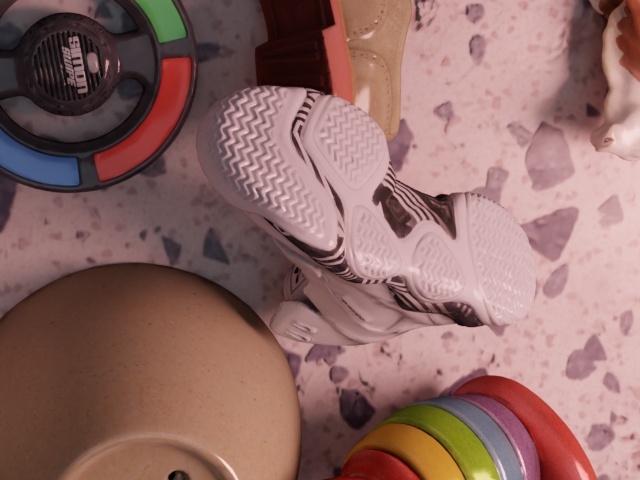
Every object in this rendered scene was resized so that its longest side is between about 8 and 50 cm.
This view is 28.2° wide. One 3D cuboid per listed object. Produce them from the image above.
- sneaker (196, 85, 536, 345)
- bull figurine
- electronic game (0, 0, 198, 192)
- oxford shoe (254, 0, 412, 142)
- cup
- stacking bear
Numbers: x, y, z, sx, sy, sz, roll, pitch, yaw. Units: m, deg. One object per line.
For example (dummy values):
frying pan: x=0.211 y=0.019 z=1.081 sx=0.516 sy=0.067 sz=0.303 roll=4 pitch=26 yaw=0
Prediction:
sneaker: x=0.000 y=0.000 z=1.087 sx=0.366 sy=0.210 sz=0.137 roll=26 pitch=59 yaw=-38
bull figurine: x=0.343 y=-0.219 z=1.198 sx=0.310 sy=0.101 sz=0.188 roll=-42 pitch=105 yaw=0
electronic game: x=-0.222 y=-0.155 z=1.125 sx=0.229 sy=0.048 sz=0.229 roll=-2 pitch=102 yaw=-11
oxford shoe: x=0.013 y=-0.248 z=1.140 sx=0.130 sy=0.123 sz=0.348 roll=-5 pitch=99 yaw=-44
cup: x=-0.161 y=0.207 z=1.117 sx=0.331 sy=0.237 sz=0.331 roll=-2 pitch=103 yaw=-11
stacking bear: x=0.084 y=0.237 z=1.147 sx=0.289 sy=0.175 sz=0.164 roll=-18 pitch=80 yaw=-43
